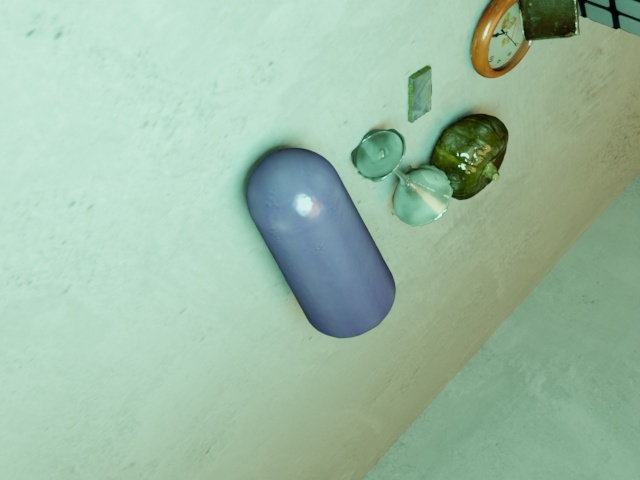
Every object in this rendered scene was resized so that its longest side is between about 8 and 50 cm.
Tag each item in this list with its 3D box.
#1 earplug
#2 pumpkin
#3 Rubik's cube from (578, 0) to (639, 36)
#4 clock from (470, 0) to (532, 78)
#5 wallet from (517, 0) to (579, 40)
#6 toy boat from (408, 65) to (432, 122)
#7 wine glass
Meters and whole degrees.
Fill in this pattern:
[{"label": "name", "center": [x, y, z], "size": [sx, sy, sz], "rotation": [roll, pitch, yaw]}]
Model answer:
[{"label": "earplug", "center": [0.000, 0.000, 1.164], "size": [0.215, 0.215, 0.456], "rotation": [-42, 143, -12]}, {"label": "pumpkin", "center": [0.363, -0.195, 1.420], "size": [0.219, 0.162, 0.219], "rotation": [-37, 150, -26]}, {"label": "Rubik's cube", "center": [0.688, -0.648, 1.207], "size": [0.345, 0.337, 0.343], "rotation": [-57, 147, 8]}, {"label": "clock", "center": [0.407, -0.458, 1.320], "size": [0.205, 0.051, 0.205], "rotation": [-28, 139, -27]}, {"label": "wallet", "center": [0.448, -0.517, 1.189], "size": [0.031, 0.121, 0.232], "rotation": [-40, 125, -37]}, {"label": "toy boat", "center": [0.210, -0.307, 1.269], "size": [0.063, 0.016, 0.115], "rotation": [-35, 143, -21]}, {"label": "wine glass", "center": [0.173, -0.137, 1.285], "size": [0.156, 0.156, 0.232], "rotation": [-53, 142, 5]}]
